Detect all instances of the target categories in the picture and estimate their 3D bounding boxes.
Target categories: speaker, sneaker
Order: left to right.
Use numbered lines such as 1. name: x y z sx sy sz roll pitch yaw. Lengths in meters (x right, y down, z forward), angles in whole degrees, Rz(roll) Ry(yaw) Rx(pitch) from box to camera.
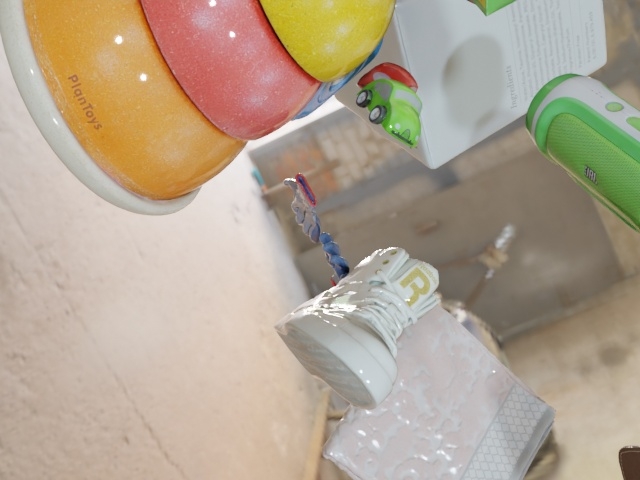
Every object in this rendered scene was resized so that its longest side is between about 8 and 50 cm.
1. sneaker: 0.054 0.071 0.990 0.108 0.169 0.292 55 -9 -10
2. speaker: 0.393 -0.102 1.254 0.296 0.131 0.131 51 0 45

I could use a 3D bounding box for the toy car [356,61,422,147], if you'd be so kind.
1. toy car: 0.065 -0.183 1.142 0.239 0.053 0.225 26 20 -35

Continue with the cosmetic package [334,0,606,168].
1. cosmetic package: 0.224 -0.397 1.671 0.329 0.393 0.327 43 -20 46

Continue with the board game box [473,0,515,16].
1. board game box: 0.146 -0.357 0.847 0.317 0.213 0.046 58 -6 26

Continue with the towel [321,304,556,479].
1. towel: 0.209 0.314 1.625 0.317 0.053 0.332 40 62 -4

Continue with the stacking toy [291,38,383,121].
1. stacking toy: -0.073 -0.321 1.299 0.302 0.166 0.175 47 -13 7

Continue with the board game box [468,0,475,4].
1. board game box: 0.141 -0.362 1.193 0.170 0.048 0.141 34 -1 24

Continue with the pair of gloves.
1. pair of gloves: 0.000 0.000 1.227 0.198 0.023 0.159 62 -7 14

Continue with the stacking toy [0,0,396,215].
1. stacking toy: -0.042 -0.244 0.986 0.350 0.480 0.351 50 32 -47

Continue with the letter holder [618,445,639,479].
1. letter holder: 0.478 0.351 1.070 0.214 0.152 0.302 142 -67 -69
